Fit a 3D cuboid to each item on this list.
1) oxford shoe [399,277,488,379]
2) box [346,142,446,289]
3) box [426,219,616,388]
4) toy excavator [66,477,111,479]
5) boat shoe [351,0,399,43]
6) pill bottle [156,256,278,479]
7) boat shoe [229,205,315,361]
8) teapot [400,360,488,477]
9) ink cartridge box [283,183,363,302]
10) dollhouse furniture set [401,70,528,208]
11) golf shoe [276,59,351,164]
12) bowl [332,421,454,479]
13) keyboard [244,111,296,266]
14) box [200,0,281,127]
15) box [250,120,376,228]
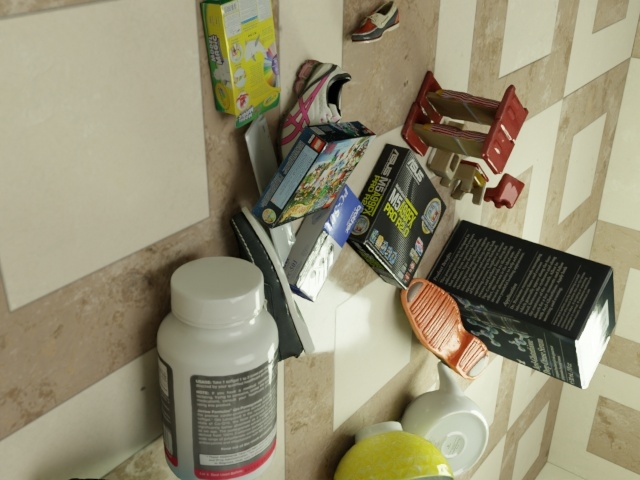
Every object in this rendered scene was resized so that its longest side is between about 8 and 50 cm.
[{"bbox_3d":[0.275,0.214,1.814,0.130,0.133,0.363,-48,124,-14],"label":"oxford shoe"},{"bbox_3d":[0.161,-0.042,1.543,0.216,0.060,0.270,-62,147,-12],"label":"box"},{"bbox_3d":[0.505,0.157,1.851,0.212,0.395,0.293,-57,145,-18],"label":"box"},{"bbox_3d":[-0.137,0.463,1.103,0.445,0.433,0.222,41,53,-77],"label":"toy excavator"},{"bbox_3d":[0.094,-0.375,1.274,0.137,0.049,0.043,-41,135,-41],"label":"boat shoe"},{"bbox_3d":[-0.151,0.193,1.097,0.176,0.176,0.318,-28,130,-47],"label":"pill bottle"},{"bbox_3d":[-0.093,0.085,1.190,0.091,0.114,0.302,-24,119,-6],"label":"boat shoe"},{"bbox_3d":[0.302,0.494,1.946,0.256,0.187,0.252,-33,118,-8],"label":"teapot"},{"bbox_3d":[0.000,0.000,1.339,0.207,0.046,0.097,-63,148,-12],"label":"ink cartridge box"},{"bbox_3d":[0.348,-0.199,1.606,0.374,0.201,0.152,35,78,-56],"label":"dollhouse furniture set"},{"bbox_3d":[-0.012,-0.194,1.180,0.067,0.086,0.186,9,101,-58],"label":"golf shoe"},{"bbox_3d":[0.152,0.513,1.712,0.289,0.289,0.156,41,30,-56],"label":"bowl"},{"bbox_3d":[-0.079,-0.076,1.180,0.072,0.014,0.256,-62,148,-46],"label":"keyboard"},{"bbox_3d":[-0.107,-0.258,1.043,0.105,0.043,0.179,-38,133,-41],"label":"box"},{"bbox_3d":[-0.004,-0.109,1.172,0.159,0.044,0.233,-56,168,22],"label":"box"}]
